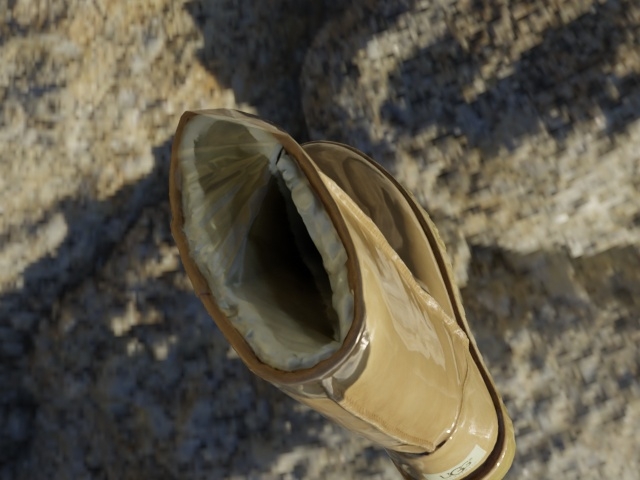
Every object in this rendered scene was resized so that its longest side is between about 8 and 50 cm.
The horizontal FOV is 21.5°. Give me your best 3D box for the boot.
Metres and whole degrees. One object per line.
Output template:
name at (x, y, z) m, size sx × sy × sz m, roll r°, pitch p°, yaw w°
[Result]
boot at (0.000, 0.000, 0.795) m, size 0.089 × 0.236 × 0.269 m, roll -36°, pitch 152°, yaw 5°
